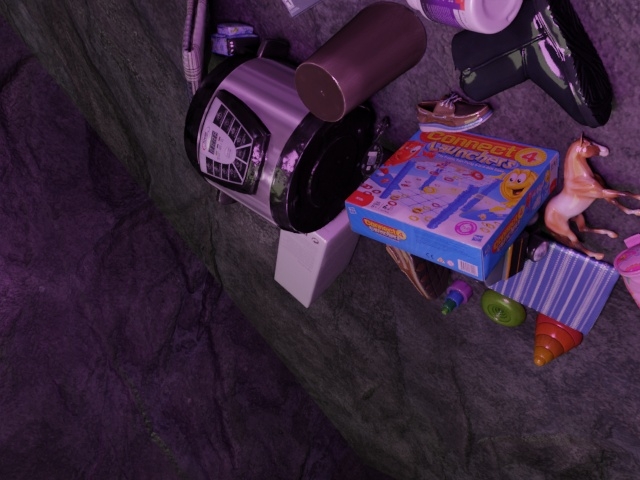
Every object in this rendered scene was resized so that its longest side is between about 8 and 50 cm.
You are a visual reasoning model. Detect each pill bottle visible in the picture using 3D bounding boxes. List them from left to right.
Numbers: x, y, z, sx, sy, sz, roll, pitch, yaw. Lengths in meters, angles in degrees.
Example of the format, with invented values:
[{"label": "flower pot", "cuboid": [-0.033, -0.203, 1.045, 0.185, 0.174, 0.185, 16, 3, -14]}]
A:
[{"label": "pill bottle", "cuboid": [0.225, -0.407, 0.893, 0.193, 0.108, 0.108, 44, 161, 51]}]

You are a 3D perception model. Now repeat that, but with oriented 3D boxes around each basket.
[{"label": "basket", "cuboid": [0.067, -0.351, 1.096, 0.204, 0.227, 0.154, 7, 135, 52]}]

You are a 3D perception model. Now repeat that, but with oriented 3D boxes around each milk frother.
[{"label": "milk frother", "cuboid": [0.179, -0.202, 1.306, 0.135, 0.143, 0.129, 19, -163, -28]}]

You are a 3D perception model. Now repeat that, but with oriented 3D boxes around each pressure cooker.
[{"label": "pressure cooker", "cuboid": [-0.125, -0.251, 1.355, 0.420, 0.370, 0.375, 33, 162, 25]}]

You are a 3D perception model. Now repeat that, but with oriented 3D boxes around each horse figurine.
[{"label": "horse figurine", "cuboid": [0.509, -0.064, 1.056, 0.174, 0.066, 0.263, 32, 148, 13]}]

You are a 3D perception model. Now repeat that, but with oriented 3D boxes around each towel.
[{"label": "towel", "cuboid": [-0.307, -0.490, 1.412, 0.056, 0.324, 0.312, 1, 154, -7]}, {"label": "towel", "cuboid": [0.503, 0.070, 1.293, 0.336, 0.040, 0.243, 28, 146, 27]}]

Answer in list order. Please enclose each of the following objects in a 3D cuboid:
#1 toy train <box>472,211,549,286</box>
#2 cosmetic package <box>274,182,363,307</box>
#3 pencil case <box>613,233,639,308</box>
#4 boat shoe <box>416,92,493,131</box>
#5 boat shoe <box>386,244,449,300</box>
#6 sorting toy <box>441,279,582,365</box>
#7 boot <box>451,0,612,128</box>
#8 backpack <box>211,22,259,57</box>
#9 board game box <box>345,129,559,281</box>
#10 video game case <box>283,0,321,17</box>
[{"label": "toy train", "cuboid": [0.312, -0.034, 1.173, 0.334, 0.190, 0.142, 38, 143, 43]}, {"label": "cosmetic package", "cuboid": [0.000, 0.000, 1.681, 0.161, 0.230, 0.453, 39, 152, 14]}, {"label": "pencil case", "cuboid": [0.671, 0.120, 1.033, 0.284, 0.124, 0.124, 52, 152, -11]}, {"label": "boat shoe", "cuboid": [0.264, -0.263, 1.119, 0.183, 0.066, 0.066, 5, 132, 52]}, {"label": "boat shoe", "cuboid": [0.243, 0.011, 1.493, 0.120, 0.123, 0.324, 2, 123, 60]}, {"label": "sorting toy", "cuboid": [0.476, 0.222, 1.433, 0.366, 0.126, 0.127, 23, 146, 35]}, {"label": "boot", "cuboid": [0.352, -0.281, 0.936, 0.207, 0.094, 0.246, -15, 109, 56]}, {"label": "backpack", "cuboid": [-0.226, -0.520, 1.417, 0.114, 0.105, 0.084, 22, 123, 42]}, {"label": "board game box", "cuboid": [0.262, -0.095, 1.096, 0.308, 0.302, 0.086, 22, 145, 37]}, {"label": "video game case", "cuboid": [-0.071, -0.623, 1.136, 0.196, 0.026, 0.274, 0, 130, 54]}]
